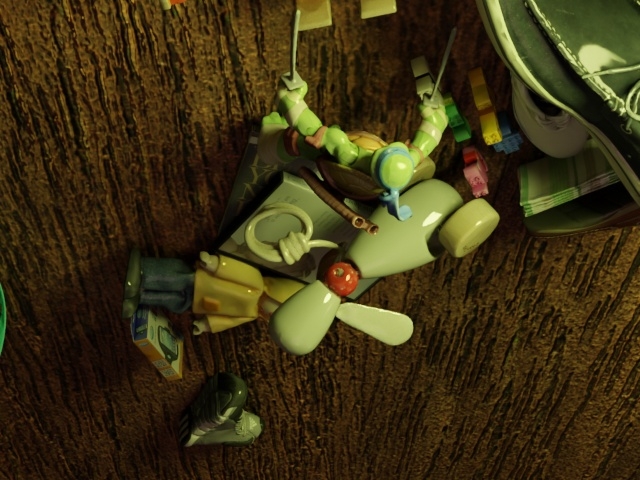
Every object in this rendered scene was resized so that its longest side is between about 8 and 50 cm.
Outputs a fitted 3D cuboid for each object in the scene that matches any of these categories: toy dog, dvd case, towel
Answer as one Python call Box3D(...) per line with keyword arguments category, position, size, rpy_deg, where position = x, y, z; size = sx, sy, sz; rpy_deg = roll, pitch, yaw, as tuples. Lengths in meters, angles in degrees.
Box3D(category="toy dog", position=(0.079, 0.026, 1.643), size=(0.333, 0.220, 0.161), rpy_deg=(-23, 156, 4))
Box3D(category="dvd case", position=(-0.039, -0.067, 1.693), size=(0.164, 0.018, 0.221), rpy_deg=(8, 139, -13))
Box3D(category="dvd case", position=(0.000, 0.000, 1.746), size=(0.253, 0.022, 0.180), rpy_deg=(21, 135, -28))
Box3D(category="towel", position=(0.331, -0.095, 1.611), size=(0.152, 0.113, 0.023), rpy_deg=(-23, 122, 20))

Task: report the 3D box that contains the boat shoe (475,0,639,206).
Box3D(category="boat shoe", position=(0.354, -0.194, 1.380), size=(0.500, 0.187, 0.156), rpy_deg=(44, 151, -26))

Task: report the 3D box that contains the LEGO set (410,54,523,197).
Box3D(category="LEGO set", position=(0.201, -0.139, 1.560), size=(0.087, 0.093, 0.227), rpy_deg=(-20, 137, 19))

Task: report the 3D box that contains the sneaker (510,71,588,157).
Box3D(category="sneaker", position=(0.280, -0.177, 1.521), size=(0.094, 0.091, 0.258), rpy_deg=(-16, 138, 16))

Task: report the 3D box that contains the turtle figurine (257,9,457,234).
Box3D(category="turtle figurine", position=(0.041, -0.156, 1.471), size=(0.198, 0.266, 0.275), rpy_deg=(-24, 102, -24))

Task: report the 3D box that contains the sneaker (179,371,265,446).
Box3D(category="sneaker", position=(-0.142, 0.292, 2.081), size=(0.132, 0.086, 0.228), rpy_deg=(13, 148, -25))

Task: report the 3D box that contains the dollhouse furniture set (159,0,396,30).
Box3D(category="dollhouse furniture set", position=(-0.048, -0.330, 1.283), size=(0.259, 0.135, 0.262), rpy_deg=(-9, 140, 8))

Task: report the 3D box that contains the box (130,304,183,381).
Box3D(category="box", position=(-0.252, 0.149, 1.890), size=(0.028, 0.081, 0.136), rpy_deg=(-14, 140, 13))

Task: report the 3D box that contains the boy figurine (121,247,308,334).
Box3D(category="boy figurine", position=(-0.150, 0.085, 1.815), size=(0.285, 0.092, 0.177), rpy_deg=(10, 136, -10))

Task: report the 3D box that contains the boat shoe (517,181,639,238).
Box3D(category="boat shoe", position=(0.433, -0.065, 1.646), size=(0.324, 0.123, 0.120), rpy_deg=(-19, 141, 19))

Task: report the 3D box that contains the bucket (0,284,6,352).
Box3D(category="bucket", position=(-0.593, 0.120, 1.758), size=(0.281, 0.183, 0.281), rpy_deg=(-2, 141, -2))
